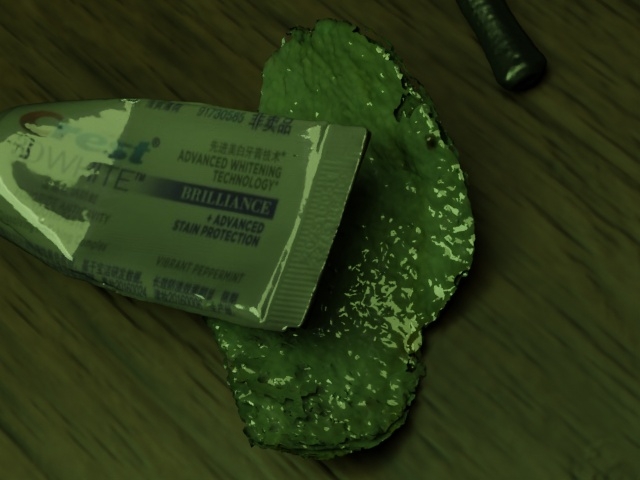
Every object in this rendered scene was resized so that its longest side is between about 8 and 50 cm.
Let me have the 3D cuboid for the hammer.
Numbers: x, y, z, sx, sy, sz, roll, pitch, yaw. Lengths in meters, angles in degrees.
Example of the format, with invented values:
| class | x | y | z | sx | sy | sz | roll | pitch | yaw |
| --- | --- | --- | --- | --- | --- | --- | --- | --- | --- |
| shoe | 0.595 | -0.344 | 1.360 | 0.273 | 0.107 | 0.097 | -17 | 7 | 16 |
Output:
| class | x | y | z | sx | sy | sz | roll | pitch | yaw |
| --- | --- | --- | --- | --- | --- | --- | --- | --- | --- |
| hammer | 0.063 | -0.185 | 1.061 | 0.103 | 0.029 | 0.246 | -32 | 65 | 5 |

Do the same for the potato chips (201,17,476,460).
| class | x | y | z | sx | sy | sz | roll | pitch | yaw |
| --- | --- | --- | --- | --- | --- | --- | --- | --- | --- |
| potato chips | -0.002 | -0.001 | 0.994 | 0.167 | 0.059 | 0.228 | 14 | 79 | 29 |

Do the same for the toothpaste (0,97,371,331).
| class | x | y | z | sx | sy | sz | roll | pitch | yaw |
| --- | --- | --- | --- | --- | --- | --- | --- | --- | --- |
| toothpaste | -0.108 | -0.025 | 1.015 | 0.282 | 0.068 | 0.099 | 11 | 105 | 34 |
